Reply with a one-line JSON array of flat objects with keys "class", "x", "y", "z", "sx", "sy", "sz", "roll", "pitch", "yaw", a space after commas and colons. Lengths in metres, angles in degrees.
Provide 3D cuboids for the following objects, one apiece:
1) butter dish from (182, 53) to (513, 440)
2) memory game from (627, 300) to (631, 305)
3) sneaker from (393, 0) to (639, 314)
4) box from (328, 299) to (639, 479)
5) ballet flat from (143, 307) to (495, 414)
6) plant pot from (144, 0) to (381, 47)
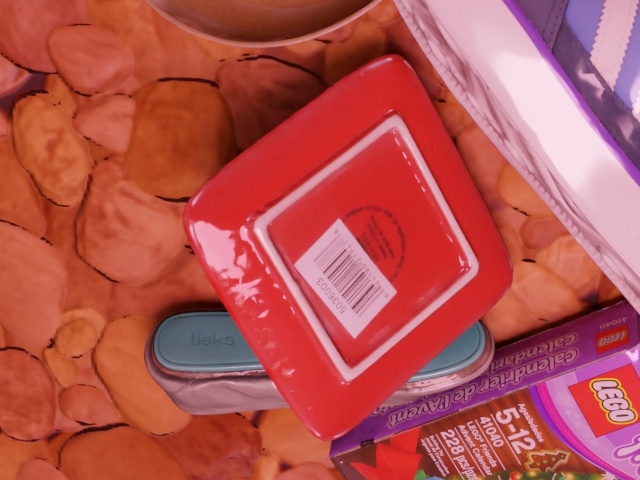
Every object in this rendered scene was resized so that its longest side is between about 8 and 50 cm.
[{"class": "butter dish", "x": 0.000, "y": 0.000, "z": 0.739, "sx": 0.160, "sy": 0.118, "sz": 0.160, "roll": -39, "pitch": 112, "yaw": -21}, {"class": "memory game", "x": 0.257, "y": 0.001, "z": 0.746, "sx": 0.186, "sy": 0.012, "sz": 0.186, "roll": 4, "pitch": 117, "yaw": 8}, {"class": "sneaker", "x": 0.194, "y": -0.112, "z": 0.654, "sx": 0.236, "sy": 0.130, "sz": 0.323, "roll": -38, "pitch": 84, "yaw": 1}, {"class": "box", "x": 0.163, "y": 0.195, "z": 0.832, "sx": 0.201, "sy": 0.057, "sz": 0.293, "roll": -24, "pitch": 113, "yaw": 20}, {"class": "ballet flat", "x": 0.001, "y": 0.072, "z": 0.807, "sx": 0.213, "sy": 0.072, "sz": 0.068, "roll": -2, "pitch": 144, "yaw": 11}, {"class": "plant pot", "x": -0.018, "y": -0.208, "z": 0.621, "sx": 0.236, "sy": 0.032, "sz": 0.236, "roll": 3, "pitch": 95, "yaw": 33}]
